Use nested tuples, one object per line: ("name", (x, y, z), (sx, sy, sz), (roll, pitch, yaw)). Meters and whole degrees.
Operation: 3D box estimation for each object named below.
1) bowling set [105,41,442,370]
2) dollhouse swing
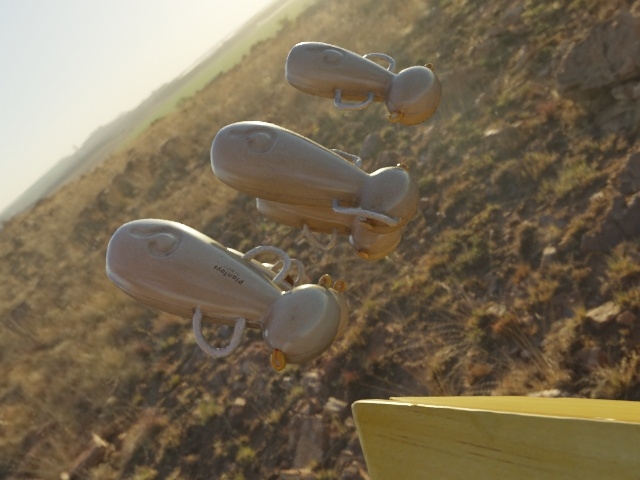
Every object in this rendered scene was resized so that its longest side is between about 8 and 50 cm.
("bowling set", (0.000, 0.000, 0.496), (0.154, 0.200, 0.287), (20, 57, 22))
("dollhouse swing", (0.234, 0.269, 0.447), (0.315, 0.346, 0.305), (-8, 76, 42))
